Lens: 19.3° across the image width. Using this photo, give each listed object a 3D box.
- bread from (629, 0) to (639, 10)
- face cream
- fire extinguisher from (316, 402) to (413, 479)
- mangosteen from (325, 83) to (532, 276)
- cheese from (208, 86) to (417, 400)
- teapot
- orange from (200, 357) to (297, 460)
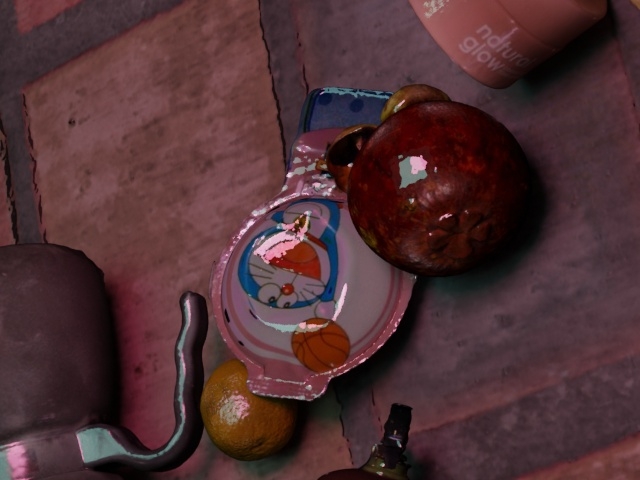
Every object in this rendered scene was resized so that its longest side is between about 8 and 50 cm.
[{"bbox_3d":[0.334,-0.309,1.458,0.316,0.054,0.316,-7,78,34],"label":"bread"},{"bbox_3d":[0.145,-0.209,1.511,0.104,0.149,0.149,-36,61,26],"label":"face cream"},{"bbox_3d":[0.025,0.293,1.499,0.114,0.135,0.337,14,87,2],"label":"fire extinguisher"},{"bbox_3d":[0.092,-0.064,1.525,0.146,0.155,0.181,127,148,-51],"label":"mangosteen"},{"bbox_3d":[0.000,0.000,1.612,0.188,0.074,0.286,8,72,22],"label":"cheese"},{"bbox_3d":[-0.240,0.157,1.709,0.305,0.223,0.285,-14,75,-8],"label":"teapot"},{"bbox_3d":[-0.062,0.143,1.624,0.085,0.085,0.095,-41,40,22],"label":"orange"}]
